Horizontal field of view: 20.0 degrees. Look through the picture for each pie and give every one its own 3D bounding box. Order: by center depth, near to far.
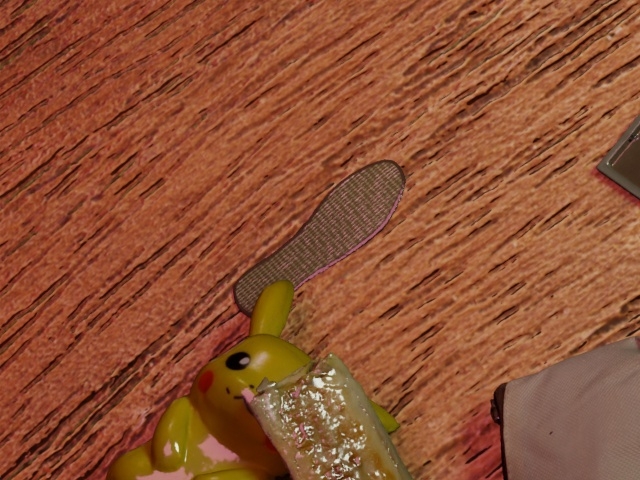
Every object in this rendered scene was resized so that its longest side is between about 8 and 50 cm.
[{"bbox_3d":[0.032,0.250,1.898,0.128,0.068,0.282,-32,97,-23],"label":"pie"}]

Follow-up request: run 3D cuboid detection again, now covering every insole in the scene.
[{"bbox_3d":[0.000,0.000,2.113,0.253,0.005,0.086,-41,60,6],"label":"insole"}]

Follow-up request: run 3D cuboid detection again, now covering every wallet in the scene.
[{"bbox_3d":[0.271,0.240,1.775,0.275,0.068,0.335,-33,42,39],"label":"wallet"}]

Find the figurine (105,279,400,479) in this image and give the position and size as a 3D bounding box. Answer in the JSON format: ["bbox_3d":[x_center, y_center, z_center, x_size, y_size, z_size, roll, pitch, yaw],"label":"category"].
[{"bbox_3d":[-0.083,0.225,1.981,0.218,0.169,0.326,41,94,14],"label":"figurine"}]

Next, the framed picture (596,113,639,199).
[{"bbox_3d":[0.444,-0.125,1.956,0.184,0.016,0.250,38,90,29],"label":"framed picture"}]
